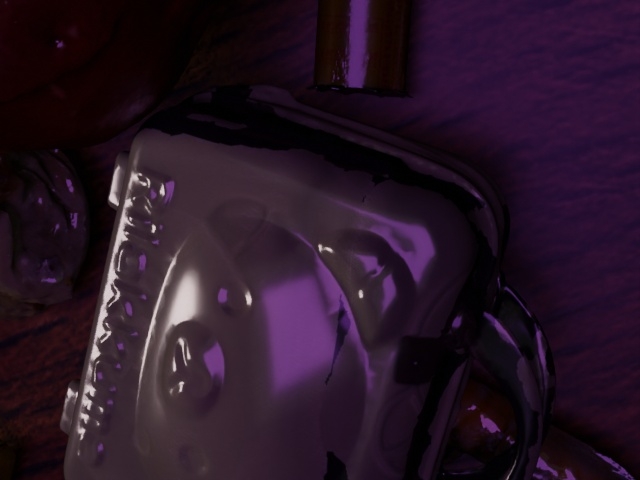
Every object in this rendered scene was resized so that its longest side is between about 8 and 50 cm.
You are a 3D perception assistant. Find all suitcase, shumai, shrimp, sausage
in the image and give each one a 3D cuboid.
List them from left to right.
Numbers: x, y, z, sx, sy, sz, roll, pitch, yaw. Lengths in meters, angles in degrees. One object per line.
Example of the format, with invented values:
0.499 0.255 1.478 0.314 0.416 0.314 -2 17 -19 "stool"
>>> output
-0.287 -0.014 0.838 0.201 0.120 0.201 5 109 15 "shumai"
-0.004 0.085 0.740 0.339 0.194 0.351 21 107 18 "suitcase"
0.041 -0.289 0.746 0.082 0.082 0.371 6 101 12 "sausage"
0.142 0.222 0.833 0.262 0.051 0.198 24 111 12 "shrimp"

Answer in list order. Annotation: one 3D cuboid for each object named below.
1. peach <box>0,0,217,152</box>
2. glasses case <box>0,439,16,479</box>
-0.208 -0.268 0.683 0.353 0.339 0.416 0 98 -20 "peach"
-0.348 0.272 0.933 0.064 0.079 0.234 37 107 11 "glasses case"
